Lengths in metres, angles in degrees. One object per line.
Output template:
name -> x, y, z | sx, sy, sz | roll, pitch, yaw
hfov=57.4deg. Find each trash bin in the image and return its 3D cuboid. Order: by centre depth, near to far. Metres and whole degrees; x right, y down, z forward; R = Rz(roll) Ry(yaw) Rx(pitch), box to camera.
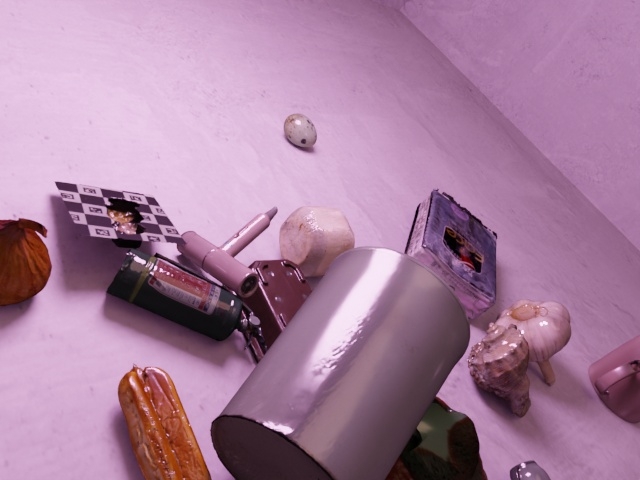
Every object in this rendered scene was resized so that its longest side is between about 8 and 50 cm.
trash bin -> 0.053, 0.208, 0.937 | 0.280, 0.280, 0.432 | 40, 49, 4

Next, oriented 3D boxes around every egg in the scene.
egg -> -0.057, -0.317, 1.696 | 0.110, 0.085, 0.085 | 44, 30, -24

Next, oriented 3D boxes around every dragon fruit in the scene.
dragon fruit -> 0.188, 0.380, 1.058 | 0.295, 0.130, 0.268 | 17, 44, -28

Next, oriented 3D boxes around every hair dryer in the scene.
hair dryer -> -0.137, 0.007, 1.154 | 0.220, 0.053, 0.195 | -31, 46, -34

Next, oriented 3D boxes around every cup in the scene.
cup -> 0.869, 0.369, 1.608 | 0.253, 0.200, 0.191 | 9, 43, -34

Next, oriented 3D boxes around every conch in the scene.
conch -> 0.432, 0.293, 1.357 | 0.178, 0.163, 0.245 | -31, 102, -38

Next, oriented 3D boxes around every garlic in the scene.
garlic -> 0.567, 0.272, 1.519 | 0.225, 0.199, 0.199 | 64, 31, -15

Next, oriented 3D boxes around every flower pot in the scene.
flower pot -> -0.071, 0.132, 1.150 | 0.179, 0.084, 0.250 | 0, 48, -42

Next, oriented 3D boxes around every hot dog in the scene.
hot dog -> -0.232, 0.279, 0.850 | 0.092, 0.062, 0.235 | -1, 52, -42

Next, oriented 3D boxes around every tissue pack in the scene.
tissue pack -> 0.369, 0.030, 1.636 | 0.259, 0.122, 0.361 | 38, 32, -5

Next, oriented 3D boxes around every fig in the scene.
fig -> -0.463, 0.008, 0.849 | 0.146, 0.201, 0.133 | -14, 68, -42

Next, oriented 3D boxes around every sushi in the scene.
sushi -> -0.376, -0.030, 1.077 | 0.192, 0.050, 0.215 | 6, 25, -37

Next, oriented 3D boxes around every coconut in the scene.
coconut -> -0.002, -0.002, 1.311 | 0.162, 0.161, 0.161 | -4, 51, -46

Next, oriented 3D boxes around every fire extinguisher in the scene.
fire extinguisher -> -0.217, 0.111, 1.034 | 0.295, 0.093, 0.118 | 27, 32, -15

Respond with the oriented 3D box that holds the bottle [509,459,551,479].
bottle -> 0.438, 0.551, 1.112 | 0.096, 0.079, 0.253 | 15, 41, -34
